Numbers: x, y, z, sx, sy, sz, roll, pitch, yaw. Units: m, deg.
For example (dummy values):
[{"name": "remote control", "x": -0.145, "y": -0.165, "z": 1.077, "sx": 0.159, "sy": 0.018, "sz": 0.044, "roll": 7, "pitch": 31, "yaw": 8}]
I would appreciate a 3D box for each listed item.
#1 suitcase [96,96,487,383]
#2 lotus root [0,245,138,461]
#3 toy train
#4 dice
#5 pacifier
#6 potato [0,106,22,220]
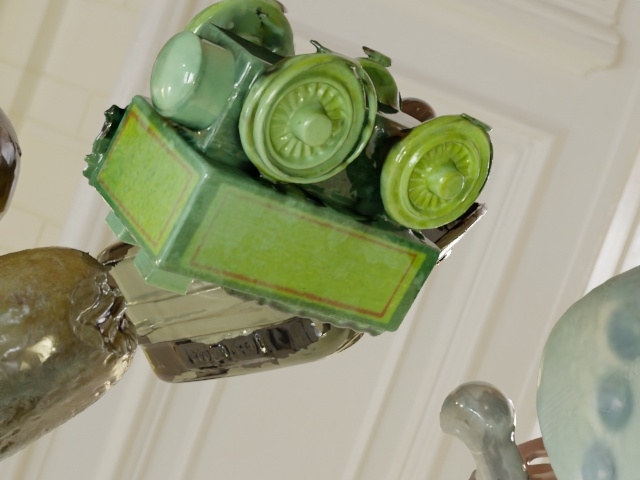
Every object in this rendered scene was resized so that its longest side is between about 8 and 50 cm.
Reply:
[{"name": "suitcase", "x": 0.000, "y": 0.000, "z": 1.092, "sx": 0.339, "sy": 0.194, "sz": 0.351, "roll": -14, "pitch": -164, "yaw": 40}, {"name": "lotus root", "x": -0.195, "y": 0.076, "z": 0.626, "sx": 0.088, "sy": 0.192, "sz": 0.113, "roll": 53, "pitch": 171, "yaw": 50}, {"name": "toy train", "x": -0.015, "y": -0.048, "z": 0.779, "sx": 0.271, "sy": 0.188, "sz": 0.159, "roll": 19, "pitch": -163, "yaw": -40}, {"name": "dice", "x": 0.422, "y": 0.183, "z": 1.252, "sx": 0.264, "sy": 0.263, "sz": 0.268, "roll": 7, "pitch": 144, "yaw": -28}, {"name": "pacifier", "x": 0.239, "y": 0.318, "z": 1.405, "sx": 0.273, "sy": 0.220, "sz": 0.332, "roll": 40, "pitch": -134, "yaw": 14}, {"name": "potato", "x": -0.306, "y": -0.074, "z": 0.887, "sx": 0.137, "sy": 0.176, "sz": 0.137, "roll": -9, "pitch": -148, "yaw": 6}]
